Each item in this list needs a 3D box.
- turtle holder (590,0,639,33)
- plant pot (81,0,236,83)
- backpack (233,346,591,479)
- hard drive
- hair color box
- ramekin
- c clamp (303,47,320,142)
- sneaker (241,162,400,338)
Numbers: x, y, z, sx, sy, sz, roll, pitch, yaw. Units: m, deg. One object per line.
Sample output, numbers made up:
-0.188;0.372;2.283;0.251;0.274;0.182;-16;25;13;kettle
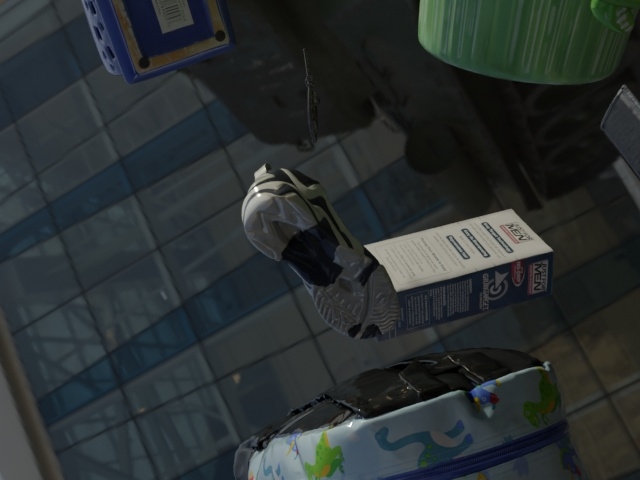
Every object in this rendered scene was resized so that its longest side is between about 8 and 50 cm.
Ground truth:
0.259;-0.363;0.779;0.320;0.227;0.243;40;-125;-10;turtle holder
-0.278;-0.408;1.516;0.212;0.236;0.236;-132;24;-60;plant pot
0.090;0.208;0.779;0.355;0.290;0.273;112;147;-58;backpack
0.380;-0.038;0.900;0.254;0.054;0.172;30;-151;-42;hard drive
0.234;0.060;1.645;0.174;0.347;0.105;-119;18;-55;hair color box
0.272;-0.315;1.177;0.303;0.303;0.148;-96;10;-62;ramekin
-0.013;-0.256;1.637;0.161;0.022;0.137;78;-171;-75;c clamp
0.000;0.000;1.017;0.235;0.094;0.153;38;-159;-25;sneaker
